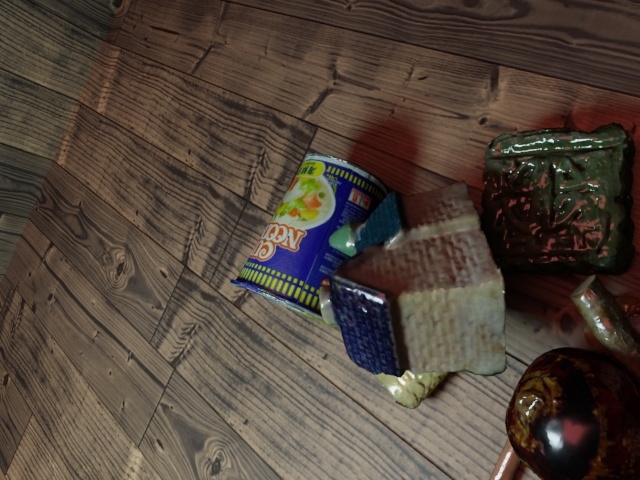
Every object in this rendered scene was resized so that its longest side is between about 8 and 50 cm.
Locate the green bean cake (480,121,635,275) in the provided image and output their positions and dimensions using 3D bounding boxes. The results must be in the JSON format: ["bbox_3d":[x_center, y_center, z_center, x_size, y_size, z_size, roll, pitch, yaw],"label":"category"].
[{"bbox_3d":[0.400,-0.069,0.982,0.241,0.132,0.255,1,79,42],"label":"green bean cake"}]

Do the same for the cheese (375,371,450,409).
[{"bbox_3d":[0.189,0.222,1.090,0.167,0.093,0.123,-52,43,10],"label":"cheese"}]

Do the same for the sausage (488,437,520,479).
[{"bbox_3d":[0.317,0.381,0.981,0.043,0.043,0.187,25,95,39],"label":"sausage"}]

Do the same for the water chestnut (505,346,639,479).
[{"bbox_3d":[0.397,0.277,0.860,0.223,0.237,0.224,-178,90,-79],"label":"water chestnut"}]

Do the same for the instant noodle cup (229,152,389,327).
[{"bbox_3d":[0.000,0.000,1.202,0.284,0.284,0.313,16,80,39],"label":"instant noodle cup"}]

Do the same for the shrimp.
[{"bbox_3d":[0.505,0.125,0.901,0.184,0.043,0.092,-22,62,33],"label":"shrimp"}]

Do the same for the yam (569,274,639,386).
[{"bbox_3d":[0.470,0.168,0.862,0.061,0.061,0.253,-41,75,22],"label":"yam"}]

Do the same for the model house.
[{"bbox_3d":[0.142,0.067,0.968,0.284,0.244,0.299,-6,33,4],"label":"model house"}]
